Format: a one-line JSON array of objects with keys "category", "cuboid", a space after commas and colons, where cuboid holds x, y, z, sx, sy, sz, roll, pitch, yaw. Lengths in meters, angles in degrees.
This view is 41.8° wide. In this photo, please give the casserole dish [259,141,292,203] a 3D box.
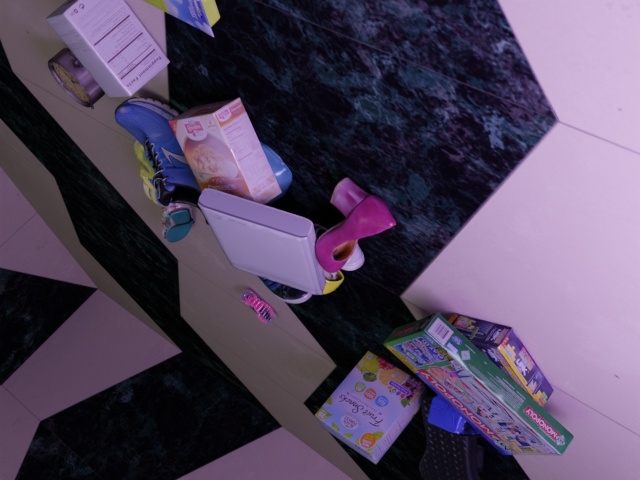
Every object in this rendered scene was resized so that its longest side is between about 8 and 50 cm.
[{"category": "casserole dish", "cuboid": [-0.114, -0.125, 1.575, 0.114, 0.037, 0.188, 42, 160, 1]}]

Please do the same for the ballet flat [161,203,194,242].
[{"category": "ballet flat", "cuboid": [-0.367, -0.069, 2.131, 0.241, 0.091, 0.077, 124, 128, -66]}]

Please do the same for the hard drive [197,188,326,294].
[{"category": "hard drive", "cuboid": [-0.098, 0.010, 1.549, 0.203, 0.040, 0.307, 18, 161, 12]}]

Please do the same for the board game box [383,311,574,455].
[{"category": "board game box", "cuboid": [0.273, 0.264, 1.500, 0.317, 0.046, 0.213, 42, 159, -2]}]

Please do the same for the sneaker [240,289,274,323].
[{"category": "sneaker", "cuboid": [-0.173, 0.181, 2.324, 0.119, 0.047, 0.057, 47, 175, -3]}]

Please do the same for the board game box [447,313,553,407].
[{"category": "board game box", "cuboid": [0.308, 0.210, 1.463, 0.141, 0.048, 0.170, 9, 143, 53]}]

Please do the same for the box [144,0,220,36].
[{"category": "box", "cuboid": [-0.221, -0.379, 1.233, 0.178, 0.042, 0.109, 31, 158, 27]}]

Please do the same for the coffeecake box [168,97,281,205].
[{"category": "coffeecake box", "cuboid": [-0.170, -0.149, 1.487, 0.142, 0.068, 0.185, 0, 121, 48]}]

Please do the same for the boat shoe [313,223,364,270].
[{"category": "boat shoe", "cuboid": [0.000, 0.000, 1.585, 0.184, 0.066, 0.063, 28, 146, 36]}]

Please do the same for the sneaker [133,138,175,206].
[{"category": "sneaker", "cuboid": [-0.343, -0.139, 1.895, 0.126, 0.091, 0.240, 31, 157, 27]}]

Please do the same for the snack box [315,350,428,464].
[{"category": "snack box", "cuboid": [0.120, 0.384, 1.940, 0.174, 0.207, 0.070, 26, 155, 36]}]

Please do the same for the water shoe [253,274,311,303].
[{"category": "water shoe", "cuboid": [-0.106, 0.074, 1.919, 0.203, 0.073, 0.080, 30, 155, 28]}]

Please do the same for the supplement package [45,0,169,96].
[{"category": "supplement package", "cuboid": [-0.376, -0.354, 1.484, 0.105, 0.105, 0.179, 12, 144, 53]}]

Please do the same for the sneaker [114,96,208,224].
[{"category": "sneaker", "cuboid": [-0.298, -0.158, 1.687, 0.330, 0.147, 0.130, 40, 160, 8]}]

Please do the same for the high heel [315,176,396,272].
[{"category": "high heel", "cuboid": [0.063, 0.004, 1.422, 0.117, 0.082, 0.244, 43, 144, 22]}]

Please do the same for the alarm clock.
[{"category": "alarm clock", "cuboid": [-0.522, -0.361, 1.807, 0.129, 0.064, 0.192, 43, 163, -3]}]

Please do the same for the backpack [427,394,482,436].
[{"category": "backpack", "cuboid": [0.297, 0.347, 1.697, 0.120, 0.101, 0.098, 16, -177, -36]}]

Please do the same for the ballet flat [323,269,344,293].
[{"category": "ballet flat", "cuboid": [-0.038, 0.018, 1.697, 0.231, 0.077, 0.077, 46, 139, -18]}]

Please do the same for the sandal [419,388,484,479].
[{"category": "sandal", "cuboid": [0.326, 0.489, 1.964, 0.167, 0.107, 0.446, 31, 145, 32]}]
